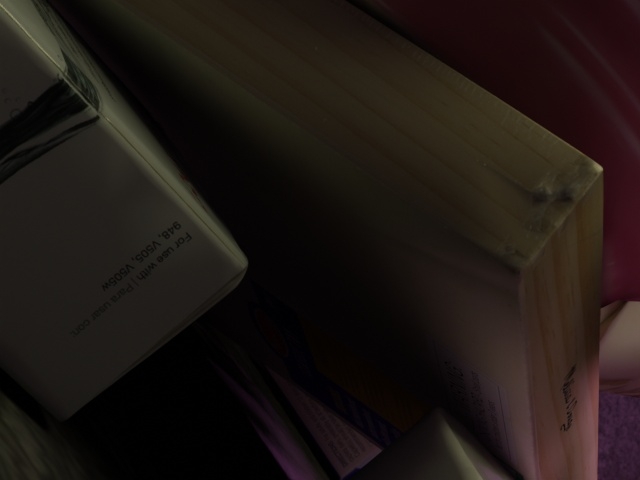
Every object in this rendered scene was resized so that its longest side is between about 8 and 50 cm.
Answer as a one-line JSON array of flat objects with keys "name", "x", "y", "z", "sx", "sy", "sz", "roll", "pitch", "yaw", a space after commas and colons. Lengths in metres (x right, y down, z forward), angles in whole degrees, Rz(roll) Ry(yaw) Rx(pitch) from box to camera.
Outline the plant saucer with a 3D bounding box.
[{"name": "plant saucer", "x": 0.036, "y": -0.079, "z": 0.768, "sx": 0.332, "sy": 0.084, "sz": 0.332, "roll": 36, "pitch": -14, "yaw": 11}]

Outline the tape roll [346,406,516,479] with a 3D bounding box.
[{"name": "tape roll", "x": 0.096, "y": 0.201, "z": 0.708, "sx": 0.286, "sy": 0.100, "sz": 0.286, "roll": 50, "pitch": 3, "yaw": -4}]

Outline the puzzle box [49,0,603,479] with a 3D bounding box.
[{"name": "puzzle box", "x": 0.000, "y": 0.000, "z": 0.826, "sx": 0.272, "sy": 0.052, "sz": 0.409, "roll": 35, "pitch": -14, "yaw": 19}]

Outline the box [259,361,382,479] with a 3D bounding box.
[{"name": "box", "x": 0.051, "y": 0.080, "z": 1.149, "sx": 0.126, "sy": 0.137, "sz": 0.072, "roll": 53, "pitch": 2, "yaw": 43}]

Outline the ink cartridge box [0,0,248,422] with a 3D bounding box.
[{"name": "ink cartridge box", "x": -0.132, "y": -0.058, "z": 0.621, "sx": 0.208, "sy": 0.087, "sz": 0.153, "roll": 48, "pitch": 3, "yaw": -31}]

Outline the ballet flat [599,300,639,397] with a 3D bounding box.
[{"name": "ballet flat", "x": 0.160, "y": -0.015, "z": 1.258, "sx": 0.164, "sy": 0.182, "sz": 0.483, "roll": -10, "pitch": -55, "yaw": 43}]
